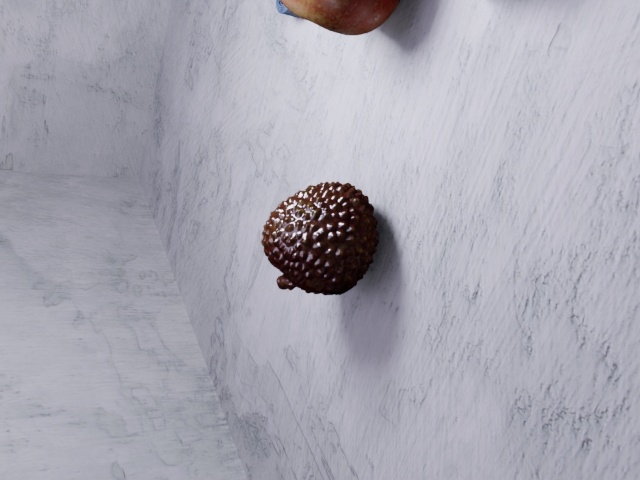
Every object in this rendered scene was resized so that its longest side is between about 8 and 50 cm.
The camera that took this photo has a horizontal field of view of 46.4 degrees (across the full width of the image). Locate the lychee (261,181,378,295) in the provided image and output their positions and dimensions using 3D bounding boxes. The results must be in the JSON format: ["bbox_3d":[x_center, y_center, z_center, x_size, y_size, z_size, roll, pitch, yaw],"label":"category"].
[{"bbox_3d":[0.000,0.000,1.916,0.330,0.306,0.306,-53,34,4],"label":"lychee"}]

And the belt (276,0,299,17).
[{"bbox_3d":[-0.069,-0.775,2.311,0.190,0.082,0.142,-34,56,58],"label":"belt"}]

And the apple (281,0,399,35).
[{"bbox_3d":[0.046,-0.669,1.808,0.277,0.348,0.348,-64,35,26],"label":"apple"}]
